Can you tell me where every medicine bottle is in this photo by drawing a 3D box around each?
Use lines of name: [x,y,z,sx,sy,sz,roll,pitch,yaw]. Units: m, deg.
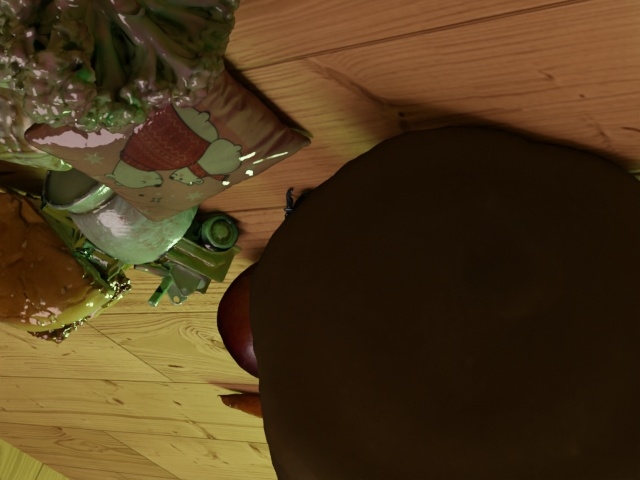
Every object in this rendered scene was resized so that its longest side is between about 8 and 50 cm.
medicine bottle: [-0.238,-0.063,1.753,0.147,0.147,0.143,-3,145,46]

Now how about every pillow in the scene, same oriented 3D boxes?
pillow: [-0.162,-0.115,1.582,0.223,0.084,0.236,-31,138,21]

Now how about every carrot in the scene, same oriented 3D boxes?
carrot: [-0.087,0.292,2.523,0.224,0.057,0.057,8,153,37]

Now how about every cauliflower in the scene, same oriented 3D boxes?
cauliflower: [-0.215,-0.236,1.338,0.256,0.239,0.315,38,150,33]

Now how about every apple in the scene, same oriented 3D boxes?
apple: [-0.057,0.097,1.944,0.147,0.156,0.158,27,128,-12]

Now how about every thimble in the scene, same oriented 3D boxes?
thimble: [-0.332,-0.169,1.628,0.144,0.137,0.190,16,142,19]

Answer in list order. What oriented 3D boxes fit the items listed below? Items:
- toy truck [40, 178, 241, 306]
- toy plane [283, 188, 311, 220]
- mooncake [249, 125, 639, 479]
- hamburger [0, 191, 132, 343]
toy truck: [-0.245,-0.006,1.904,0.260,0.135,0.128,32,155,-14]
toy plane: [0.000,0.000,1.801,0.096,0.060,0.235,6,151,4]
mooncake: [0.155,0.129,1.463,0.467,0.467,0.262,16,161,14]
hamburger: [-0.395,0.021,2.008,0.282,0.245,0.155,-4,168,21]
